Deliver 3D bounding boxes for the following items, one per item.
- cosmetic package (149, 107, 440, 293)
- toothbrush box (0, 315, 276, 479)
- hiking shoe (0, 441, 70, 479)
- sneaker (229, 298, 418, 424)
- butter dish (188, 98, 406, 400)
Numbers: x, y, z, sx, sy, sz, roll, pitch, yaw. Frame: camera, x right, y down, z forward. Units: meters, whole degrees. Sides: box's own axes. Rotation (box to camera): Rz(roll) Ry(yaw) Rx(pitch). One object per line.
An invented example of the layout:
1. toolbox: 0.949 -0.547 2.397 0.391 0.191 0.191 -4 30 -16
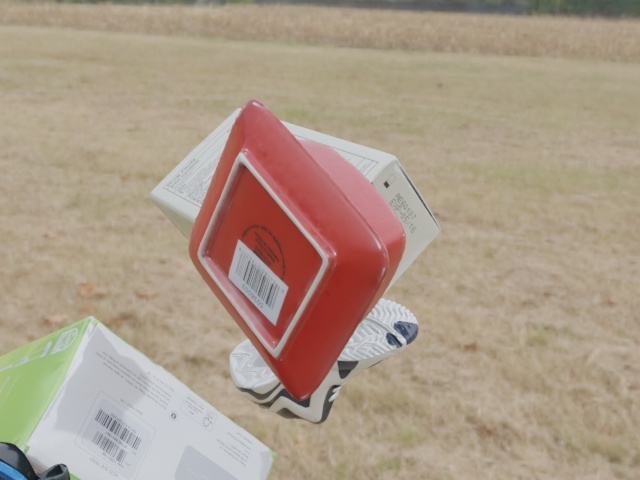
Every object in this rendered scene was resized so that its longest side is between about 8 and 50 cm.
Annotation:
1. cosmetic package: -0.039 -0.032 0.949 0.160 0.113 0.309 -46 35 -12
2. toothbrush box: -0.214 0.199 0.736 0.283 0.206 0.122 -21 36 39
3. hiking shoe: -0.320 0.155 0.527 0.304 0.113 0.132 11 13 9
4. sneaker: 0.012 0.160 1.115 0.235 0.153 0.094 -23 58 -6
5. butter dish: 0.000 0.000 0.620 0.118 0.159 0.160 -17 56 -42
